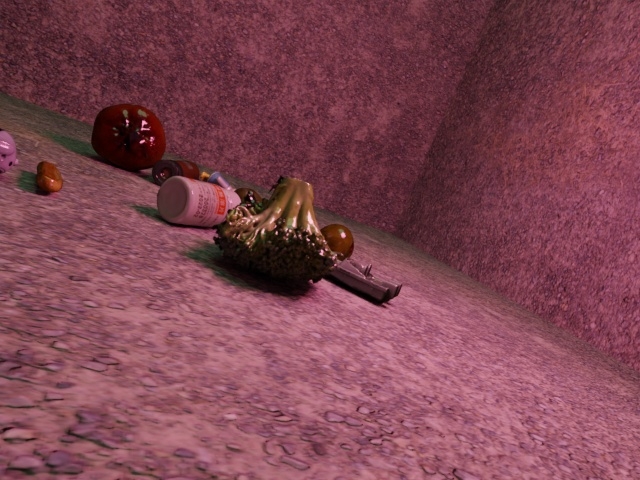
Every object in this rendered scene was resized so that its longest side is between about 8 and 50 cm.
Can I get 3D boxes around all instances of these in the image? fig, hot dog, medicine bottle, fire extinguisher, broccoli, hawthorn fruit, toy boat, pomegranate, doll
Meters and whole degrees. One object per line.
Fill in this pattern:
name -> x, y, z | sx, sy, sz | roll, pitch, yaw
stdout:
fig -> 0.000, 0.000, 1.677 | 0.259, 0.152, 0.151 | 15, 5, 26
hot dog -> -0.701, -0.159, 1.163 | 0.066, 0.047, 0.215 | 34, -1, -38
medicine bottle -> -0.368, -0.112, 1.400 | 0.144, 0.145, 0.252 | 26, 6, 25
fire extinguisher -> -0.599, -0.267, 1.986 | 0.376, 0.113, 0.200 | -81, 146, -80
broccoli -> -0.102, -0.003, 1.189 | 0.334, 0.272, 0.324 | 17, -32, 13
hawthorn fruit -> -0.801, -0.433, 1.880 | 0.295, 0.295, 0.311 | 13, 12, -47
toy boat -> 0.098, 0.100, 1.430 | 0.319, 0.092, 0.141 | 24, 7, 19
pomegranate -> -0.319, -0.134, 1.756 | 0.191, 0.131, 0.152 | -6, 25, -22
doll -> -0.418, -0.219, 1.976 | 0.241, 0.135, 0.098 | 41, 39, 14

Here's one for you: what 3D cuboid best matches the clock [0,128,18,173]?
clock -> -0.805, -0.232, 1.008 | 0.188, 0.189, 0.254 | 26, 4, 25
